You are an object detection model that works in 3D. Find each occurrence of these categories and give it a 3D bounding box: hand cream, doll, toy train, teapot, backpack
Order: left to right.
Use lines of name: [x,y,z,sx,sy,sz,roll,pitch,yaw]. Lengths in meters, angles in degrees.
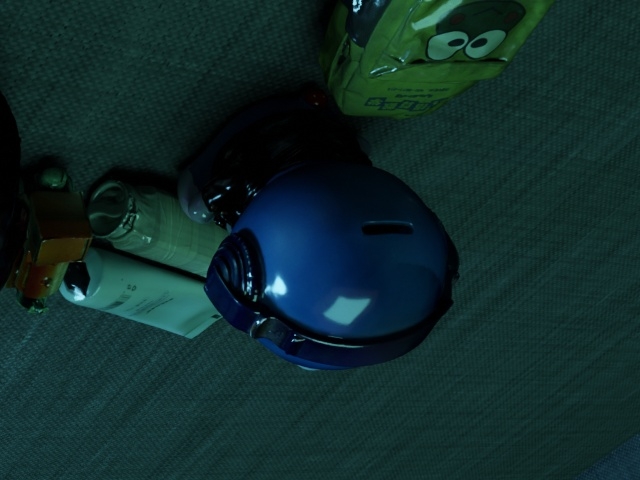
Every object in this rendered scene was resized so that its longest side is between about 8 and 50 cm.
toy train: [-0.299,0.006,1.272,0.074,0.118,0.176,0,141,-28]
hand cream: [-0.210,0.075,1.510,0.109,0.067,0.321,-34,152,17]
teapot: [-0.185,-0.012,1.368,0.107,0.077,0.200,-4,163,37]
doll: [0.000,0.000,1.266,0.284,0.309,0.240,-4,143,-28]
backpack: [0.103,-0.221,1.155,0.207,0.140,0.253,-5,152,-26]

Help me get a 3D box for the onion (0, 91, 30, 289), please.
onion: [-0.370,-0.046,1.063,0.281,0.221,0.281,-38,151,-26]
